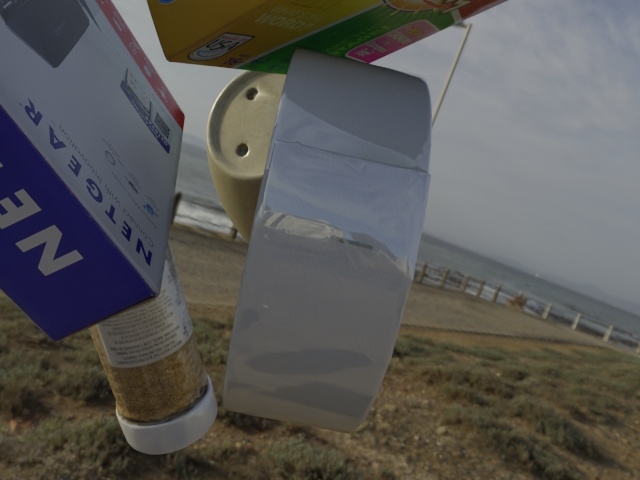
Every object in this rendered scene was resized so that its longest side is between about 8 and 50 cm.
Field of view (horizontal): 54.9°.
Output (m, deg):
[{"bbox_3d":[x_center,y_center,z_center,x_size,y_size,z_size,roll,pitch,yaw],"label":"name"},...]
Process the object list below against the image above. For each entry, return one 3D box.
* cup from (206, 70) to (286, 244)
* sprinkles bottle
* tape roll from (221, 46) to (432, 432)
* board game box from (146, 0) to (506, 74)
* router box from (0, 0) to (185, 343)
[{"bbox_3d":[-0.031,-0.128,0.896,0.331,0.331,0.237,23,-5,28],"label":"cup"},{"bbox_3d":[-0.216,0.078,0.723,0.121,0.356,0.121,-8,24,4],"label":"sprinkles bottle"},{"bbox_3d":[0.000,0.000,0.487,0.100,0.286,0.286,12,5,-3],"label":"tape roll"},{"bbox_3d":[0.071,-0.208,0.437,0.316,0.064,0.242,-16,1,33],"label":"board game box"},{"bbox_3d":[-0.222,-0.148,0.427,0.301,0.082,0.336,-103,167,-55],"label":"router box"}]
